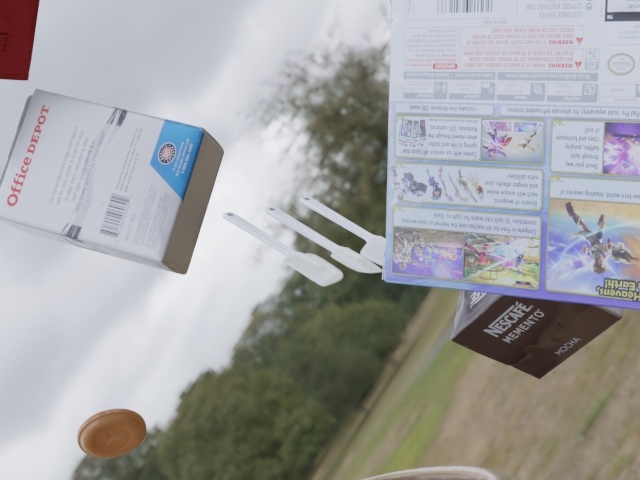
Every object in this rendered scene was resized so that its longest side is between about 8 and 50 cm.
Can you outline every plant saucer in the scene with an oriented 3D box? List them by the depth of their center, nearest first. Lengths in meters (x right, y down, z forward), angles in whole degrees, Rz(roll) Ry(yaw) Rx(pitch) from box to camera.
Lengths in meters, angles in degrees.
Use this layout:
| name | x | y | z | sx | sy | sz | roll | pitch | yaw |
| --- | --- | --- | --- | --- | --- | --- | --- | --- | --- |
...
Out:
| name | x | y | z | sx | sy | sz | roll | pitch | yaw |
| --- | --- | --- | --- | --- | --- | --- | --- | --- | --- |
| plant saucer | -0.249 | 0.233 | 1.687 | 0.083 | 0.083 | 0.013 | -59 | 35 | 31 |

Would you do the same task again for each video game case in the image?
| name | x | y | z | sx | sy | sz | roll | pitch | yaw |
| --- | --- | --- | --- | --- | --- | --- | --- | --- | --- |
| video game case | 0.175 | -0.079 | 1.050 | 0.061 | 0.270 | 0.244 | -5 | -81 | -54 |

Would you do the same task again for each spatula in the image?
| name | x | y | z | sx | sy | sz | roll | pitch | yaw |
| --- | --- | --- | --- | --- | --- | --- | --- | --- | --- |
| spatula | 0.000 | 0.000 | 1.761 | 0.168 | 0.242 | 0.019 | -14 | -62 | -33 |

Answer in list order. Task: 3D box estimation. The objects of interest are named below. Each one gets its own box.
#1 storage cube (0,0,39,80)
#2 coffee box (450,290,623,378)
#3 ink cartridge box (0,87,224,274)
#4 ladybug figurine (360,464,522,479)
| name | x | y | z | sx | sy | sz | roll | pitch | yaw |
| --- | --- | --- | --- | --- | --- | --- | --- | --- | --- |
| storage cube | -0.400 | -0.273 | 1.384 | 0.184 | 0.215 | 0.193 | -3 | -71 | -46 |
| coffee box | 0.253 | -0.022 | 1.543 | 0.168 | 0.119 | 0.297 | -49 | 20 | 51 |
| ink cartridge box | -0.211 | -0.059 | 1.409 | 0.082 | 0.191 | 0.139 | 42 | -116 | -71 |
| ladybug figurine | 0.087 | 0.361 | 1.519 | 0.449 | 0.305 | 0.161 | -10 | -86 | -61 |
